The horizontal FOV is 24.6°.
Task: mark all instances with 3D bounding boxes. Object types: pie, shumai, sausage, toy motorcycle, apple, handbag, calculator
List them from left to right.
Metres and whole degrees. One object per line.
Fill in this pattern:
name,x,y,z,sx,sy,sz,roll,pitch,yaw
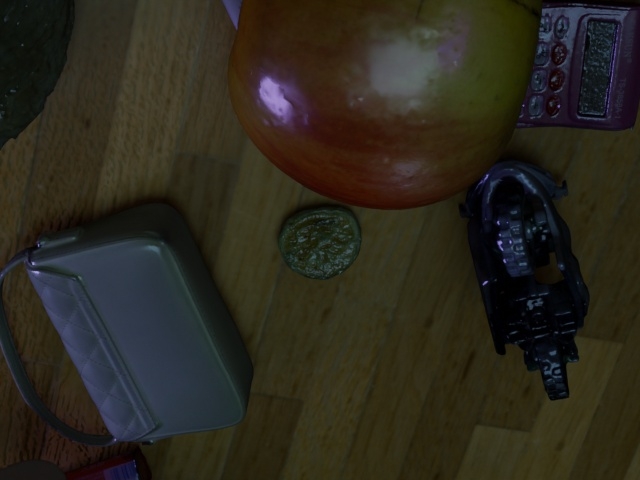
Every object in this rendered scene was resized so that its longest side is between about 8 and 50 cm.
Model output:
shumai,-0.352,-0.183,1.208,0.272,0.204,0.222,-9,129,-44
sausage,-0.247,0.255,1.500,0.145,0.048,0.050,-19,158,3
handbag,-0.198,0.092,1.403,0.219,0.079,0.256,-14,120,12
pie,-0.001,0.001,1.406,0.084,0.021,0.084,-6,121,-10
apple,0.049,-0.167,1.173,0.233,0.286,0.286,9,117,-3
toy motorcycle,0.197,0.027,1.394,0.106,0.159,0.270,-13,136,10
calculator,0.202,-0.162,1.340,0.191,0.034,0.126,1,120,-2

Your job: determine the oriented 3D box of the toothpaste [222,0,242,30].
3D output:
toothpaste,-0.051,-0.180,1.295,0.048,0.031,0.190,-27,122,4

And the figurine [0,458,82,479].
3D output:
figurine,-0.173,0.344,1.477,0.378,0.266,0.361,-17,142,-40
